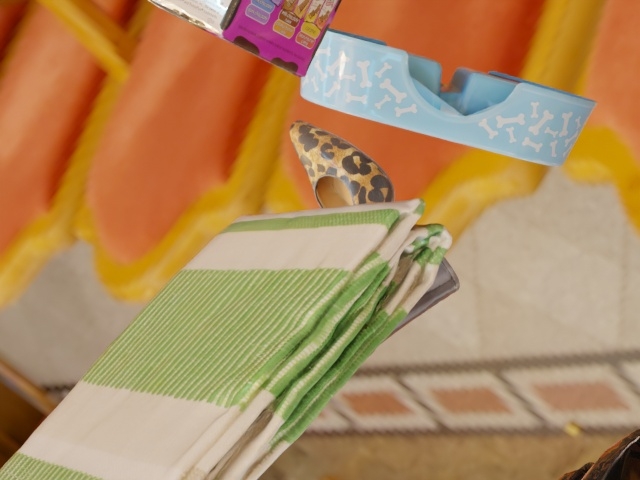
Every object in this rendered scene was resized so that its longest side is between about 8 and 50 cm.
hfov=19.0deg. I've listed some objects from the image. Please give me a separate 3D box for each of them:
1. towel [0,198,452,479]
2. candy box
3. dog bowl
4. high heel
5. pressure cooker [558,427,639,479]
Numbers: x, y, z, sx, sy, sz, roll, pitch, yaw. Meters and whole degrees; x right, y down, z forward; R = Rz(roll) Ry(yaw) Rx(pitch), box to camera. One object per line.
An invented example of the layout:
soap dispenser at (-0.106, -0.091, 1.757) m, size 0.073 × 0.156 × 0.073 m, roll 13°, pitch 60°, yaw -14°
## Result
towel at (-0.093, 0.110, 0.883) m, size 0.038 × 0.325 × 0.248 m, roll 45°, pitch 163°, yaw -18°
candy box at (-0.015, -0.244, 1.339) m, size 0.071 × 0.233 × 0.159 m, roll 29°, pitch -176°, yaw 21°
dog bowl at (0.117, -0.140, 1.861) m, size 0.297 × 0.074 × 0.166 m, roll 15°, pitch -173°, yaw -7°
high heel at (0.000, 0.000, 2.008) m, size 0.261 × 0.186 × 0.093 m, roll 51°, pitch 155°, yaw 16°
pressure cooker at (0.341, 0.394, 1.715) m, size 0.420 × 0.370 × 0.375 m, roll 104°, pitch 153°, yaw -54°
